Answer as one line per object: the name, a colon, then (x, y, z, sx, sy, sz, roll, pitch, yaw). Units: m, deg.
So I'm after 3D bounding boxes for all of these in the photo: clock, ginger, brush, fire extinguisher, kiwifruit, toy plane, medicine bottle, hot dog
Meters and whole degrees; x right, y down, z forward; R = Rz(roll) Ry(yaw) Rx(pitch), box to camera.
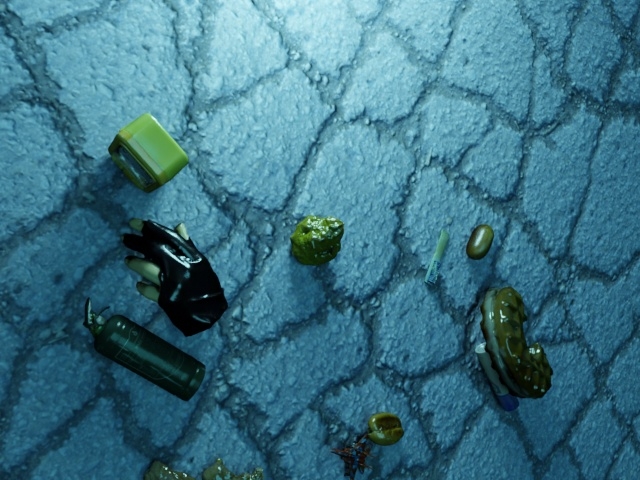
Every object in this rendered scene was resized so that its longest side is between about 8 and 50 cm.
clock: (-0.384, -0.186, 1.183, 0.096, 0.202, 0.143, -44, 107, -23)
ginger: (-0.274, 0.585, 1.277, 0.289, 0.084, 0.122, 16, 88, -25)
brush: (0.363, 0.052, 1.650, 0.033, 0.030, 0.179, 25, 77, -14)
fire extinguisher: (-0.409, 0.246, 1.220, 0.311, 0.095, 0.115, 37, 38, -22)
kiwifruit: (0.505, 0.006, 1.696, 0.075, 0.075, 0.125, 38, 68, -21)
toy plane: (0.077, 0.583, 1.461, 0.189, 0.061, 0.130, 32, 75, -36)
medicine bottle: (0.570, 0.439, 1.723, 0.059, 0.059, 0.231, -32, 102, -24)
hot dog: (0.188, 0.537, 1.526, 0.140, 0.060, 0.090, 2, 63, -34)

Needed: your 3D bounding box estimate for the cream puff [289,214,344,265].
cream puff: (0.000, 0.000, 1.421, 0.146, 0.116, 0.147, 2, 86, -30)

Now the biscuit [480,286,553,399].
biscuit: (0.609, 0.339, 1.673, 0.268, 0.115, 0.367, -37, 101, -54)

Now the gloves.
gloves: (-0.335, 0.068, 1.245, 0.301, 0.152, 0.197, 41, 43, -5)
